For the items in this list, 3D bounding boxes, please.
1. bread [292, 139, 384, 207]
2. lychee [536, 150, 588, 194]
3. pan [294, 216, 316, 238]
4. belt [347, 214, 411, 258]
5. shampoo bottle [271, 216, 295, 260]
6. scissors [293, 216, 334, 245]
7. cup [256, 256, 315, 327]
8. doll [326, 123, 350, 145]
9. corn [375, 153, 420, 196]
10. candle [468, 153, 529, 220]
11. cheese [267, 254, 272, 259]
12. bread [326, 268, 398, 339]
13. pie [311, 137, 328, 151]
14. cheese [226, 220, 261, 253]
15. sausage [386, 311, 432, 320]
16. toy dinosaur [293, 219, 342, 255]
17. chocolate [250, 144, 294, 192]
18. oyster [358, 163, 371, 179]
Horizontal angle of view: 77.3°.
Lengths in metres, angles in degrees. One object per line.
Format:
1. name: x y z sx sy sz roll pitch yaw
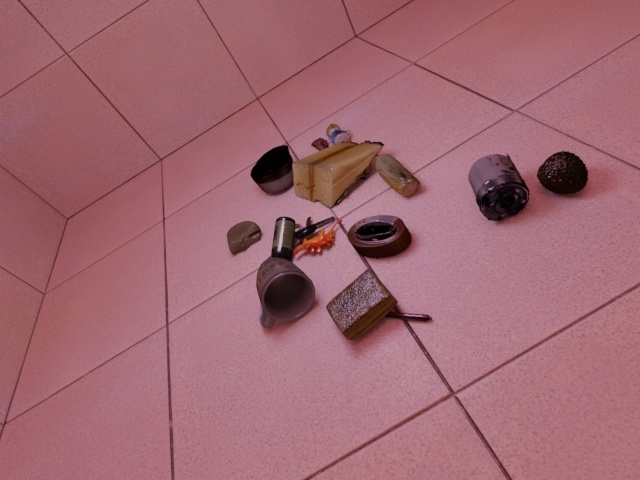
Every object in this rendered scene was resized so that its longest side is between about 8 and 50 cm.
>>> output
1. bread: 0.092 -0.371 2.134 0.405 0.241 0.346 -27 36 -19
2. lychee: 0.899 -0.246 1.479 0.171 0.171 0.171 -18 43 18
3. pan: -0.065 -0.062 1.956 0.115 0.040 0.212 -24 20 17
4. belt: 0.249 -0.020 1.709 0.262 0.105 0.183 -9 48 30
5. shampoo bottle: -0.182 0.028 1.923 0.101 0.101 0.283 -8 64 27
6. scissors: -0.073 -0.051 2.007 0.318 0.024 0.160 -22 40 13
7. cup: -0.183 0.219 1.712 0.300 0.228 0.257 -63 26 10
8. doll: 0.103 -0.632 2.407 0.135 0.099 0.241 -50 36 16
9. corn: 0.363 -0.317 1.909 0.122 0.123 0.305 -32 41 -1
10. candle: 0.687 -0.240 1.585 0.188 0.187 0.329 -17 41 18
11. cheese: -0.256 0.110 1.972 0.047 0.017 0.111 7 54 41
12. bread: 0.153 0.243 1.500 0.234 0.110 0.184 -39 35 1
13. pie: -0.001 -0.596 2.485 0.092 0.034 0.170 -41 40 -3
14. cheese: -0.412 -0.029 2.154 0.203 0.091 0.175 -24 43 11
15. sausage: 0.305 0.272 1.445 0.199 0.025 0.028 -1 15 31
16. toy dinosaur: 0.000 0.000 1.875 0.289 0.070 0.117 -30 35 -3
17. chocolate: -0.251 -0.400 2.341 0.284 0.186 0.283 -26 38 23
18. oyster: 0.188 -0.394 2.136 0.163 0.081 0.191 -49 39 -11
